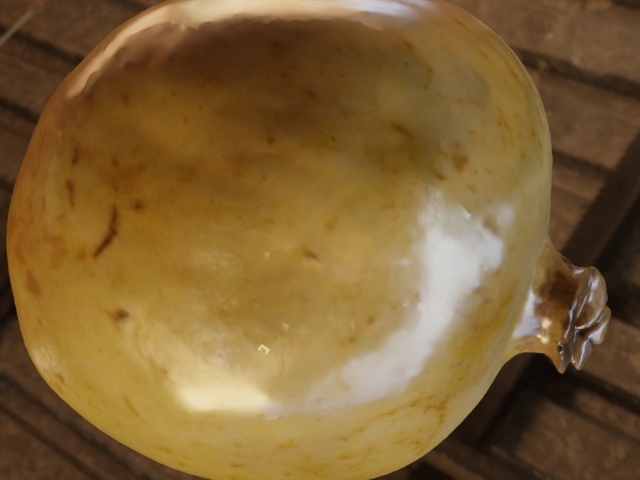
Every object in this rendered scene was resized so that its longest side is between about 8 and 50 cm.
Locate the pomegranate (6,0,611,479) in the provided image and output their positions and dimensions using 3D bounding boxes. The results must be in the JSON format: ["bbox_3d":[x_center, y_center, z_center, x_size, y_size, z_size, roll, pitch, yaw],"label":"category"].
[{"bbox_3d":[0.000,0.000,0.463,0.196,0.196,0.196,-16,-127,22],"label":"pomegranate"}]
